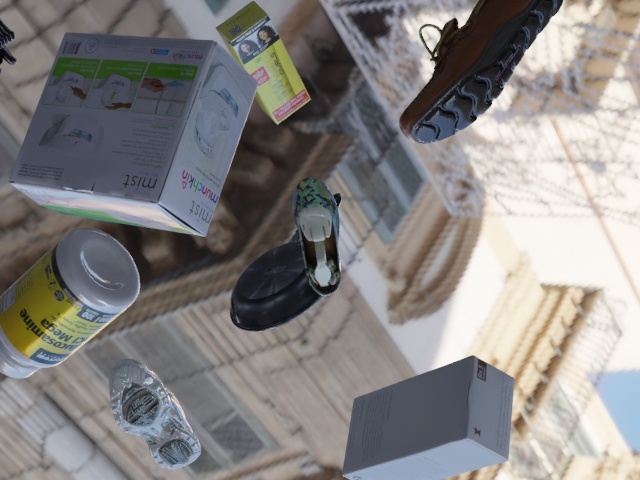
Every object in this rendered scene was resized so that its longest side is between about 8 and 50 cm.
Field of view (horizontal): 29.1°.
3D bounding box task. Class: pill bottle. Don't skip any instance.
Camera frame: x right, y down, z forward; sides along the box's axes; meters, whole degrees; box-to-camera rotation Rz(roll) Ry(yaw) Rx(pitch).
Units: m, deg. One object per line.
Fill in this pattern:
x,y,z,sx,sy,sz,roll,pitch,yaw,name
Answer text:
-0.529,0.135,2.463,0.334,0.188,0.188,-39,-151,30,pill bottle

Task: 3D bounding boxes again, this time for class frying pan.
-0.023,0.023,1.974,0.326,0.053,0.197,-47,-148,-24,frying pan

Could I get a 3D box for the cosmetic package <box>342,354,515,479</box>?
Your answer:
0.135,0.238,1.562,0.231,0.085,0.117,-25,-135,45,cosmetic package

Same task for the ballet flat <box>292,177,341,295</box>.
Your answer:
0.000,0.000,1.804,0.070,0.188,0.070,-9,-149,6,ballet flat

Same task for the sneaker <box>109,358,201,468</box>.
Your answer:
-0.271,0.255,1.922,0.090,0.232,0.115,-26,-140,-3,sneaker

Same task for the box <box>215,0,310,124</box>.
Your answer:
-0.099,-0.314,2.197,0.087,0.232,0.058,-36,-128,-6,box

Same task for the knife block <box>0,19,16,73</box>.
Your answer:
-0.650,-0.363,2.062,0.275,0.242,0.088,12,-155,5,knife block

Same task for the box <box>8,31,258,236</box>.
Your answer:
-0.249,-0.144,1.630,0.261,0.127,0.231,8,-107,31,box

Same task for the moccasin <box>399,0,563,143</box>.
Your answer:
0.256,-0.329,2.112,0.147,0.139,0.380,33,-94,31,moccasin
